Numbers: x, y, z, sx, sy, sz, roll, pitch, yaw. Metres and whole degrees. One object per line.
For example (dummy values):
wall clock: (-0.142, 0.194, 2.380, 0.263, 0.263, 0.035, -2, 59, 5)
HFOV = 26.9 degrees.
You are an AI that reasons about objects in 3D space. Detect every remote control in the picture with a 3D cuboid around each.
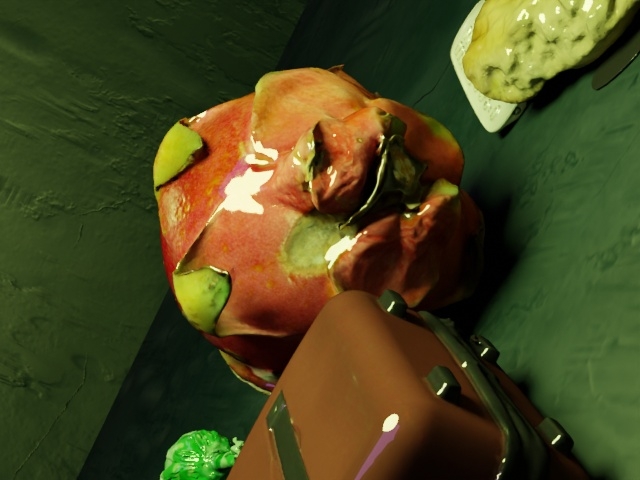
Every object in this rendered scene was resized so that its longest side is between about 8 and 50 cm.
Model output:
remote control: (0.179, -0.181, 1.385, 0.073, 0.044, 0.229, -55, 24, 23)

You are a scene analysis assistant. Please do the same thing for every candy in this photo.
candy: (-0.081, 0.237, 1.493, 0.323, 0.097, 0.097, -29, 35, 53)

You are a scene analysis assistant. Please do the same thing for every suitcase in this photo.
suitcase: (0.045, 0.178, 0.914, 0.236, 0.161, 0.297, -61, 14, 8)

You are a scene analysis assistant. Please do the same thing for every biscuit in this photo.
biscuit: (0.236, -0.249, 1.191, 0.274, 0.091, 0.213, -40, 27, 64)

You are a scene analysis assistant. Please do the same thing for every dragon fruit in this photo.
dragon fruit: (0.000, 0.000, 1.170, 0.305, 0.305, 0.226, -61, 16, 6)

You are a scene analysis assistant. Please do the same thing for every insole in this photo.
insole: (0.272, -0.181, 1.112, 0.153, 0.002, 0.053, -53, 16, 34)
